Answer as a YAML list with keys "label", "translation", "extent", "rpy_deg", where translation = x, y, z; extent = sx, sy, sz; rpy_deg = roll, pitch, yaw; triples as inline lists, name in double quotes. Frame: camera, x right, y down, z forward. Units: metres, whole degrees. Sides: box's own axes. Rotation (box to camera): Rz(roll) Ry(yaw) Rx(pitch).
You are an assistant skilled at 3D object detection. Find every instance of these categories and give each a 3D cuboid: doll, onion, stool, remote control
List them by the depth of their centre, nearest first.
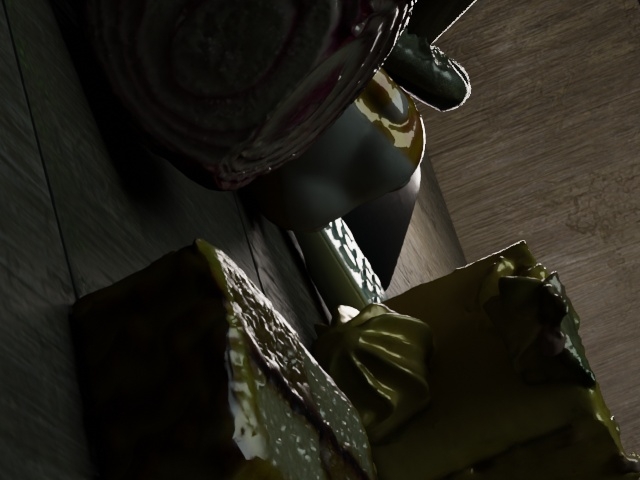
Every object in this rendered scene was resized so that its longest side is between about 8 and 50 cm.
- label: "onion"
  translation: [-0.062, -0.164, 1.327]
  extent: [0.206, 0.216, 0.207]
  rpy_deg: [47, 1, 7]
- label: "doll"
  translation: [-0.019, -0.130, 1.638]
  extent: [0.162, 0.166, 0.270]
  rpy_deg: [62, 2, 42]
- label: "remote control"
  translation: [0.001, -0.001, 1.833]
  extent: [0.293, 0.051, 0.103]
  rpy_deg: [62, 10, -21]
- label: "stool"
  translation: [0.051, -0.292, 1.871]
  extent: [0.310, 0.226, 0.310]
  rpy_deg: [31, 7, -4]

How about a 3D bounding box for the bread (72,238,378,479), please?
- label: "bread"
  translation: [-0.039, 0.115, 1.060]
  extent: [0.222, 0.096, 0.181]
  rpy_deg: [52, 18, -44]

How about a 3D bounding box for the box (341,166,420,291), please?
- label: "box"
  translation: [0.057, -0.058, 2.184]
  extent: [0.201, 0.042, 0.212]
  rpy_deg: [63, 35, -48]

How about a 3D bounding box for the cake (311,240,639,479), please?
- label: "cake"
  translation: [0.134, 0.149, 1.693]
  extent: [0.286, 0.227, 0.222]
  rpy_deg: [62, 6, -51]
